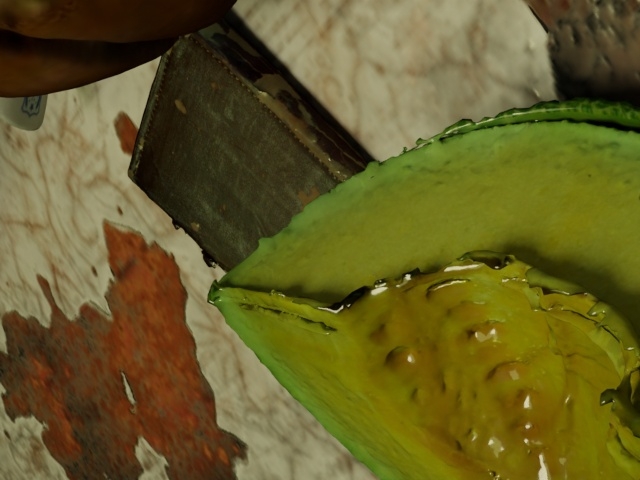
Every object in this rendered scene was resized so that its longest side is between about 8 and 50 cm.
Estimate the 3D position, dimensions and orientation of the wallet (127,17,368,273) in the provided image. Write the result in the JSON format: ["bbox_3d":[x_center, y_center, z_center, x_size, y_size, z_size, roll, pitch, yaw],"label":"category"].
[{"bbox_3d":[0.000,0.000,0.778,0.232,0.031,0.122,45,141,20],"label":"wallet"}]

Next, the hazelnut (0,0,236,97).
[{"bbox_3d":[-0.105,-0.154,0.680,0.208,0.208,0.208,35,140,35],"label":"hazelnut"}]

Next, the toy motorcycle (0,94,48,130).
[{"bbox_3d":[-0.226,-0.097,0.893,0.221,0.102,0.150,-36,80,14],"label":"toy motorcycle"}]

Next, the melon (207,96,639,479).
[{"bbox_3d":[0.112,0.052,0.589,0.265,0.129,0.169,16,150,45],"label":"melon"}]
